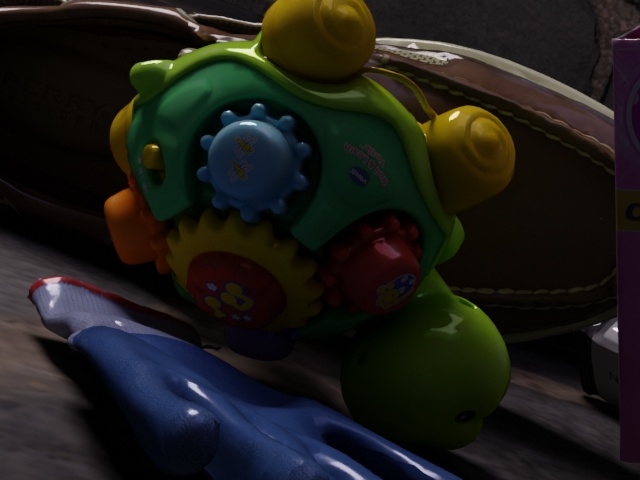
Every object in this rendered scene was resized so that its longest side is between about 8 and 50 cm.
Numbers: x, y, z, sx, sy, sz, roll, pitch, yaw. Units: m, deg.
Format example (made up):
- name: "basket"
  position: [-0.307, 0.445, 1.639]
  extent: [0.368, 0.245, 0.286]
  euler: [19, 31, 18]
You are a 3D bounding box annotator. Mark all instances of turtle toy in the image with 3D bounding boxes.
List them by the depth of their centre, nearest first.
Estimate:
- name: "turtle toy"
  position: [0.000, 0.000, 0.469]
  extent: [0.130, 0.066, 0.095]
  euler: [40, -38, -20]

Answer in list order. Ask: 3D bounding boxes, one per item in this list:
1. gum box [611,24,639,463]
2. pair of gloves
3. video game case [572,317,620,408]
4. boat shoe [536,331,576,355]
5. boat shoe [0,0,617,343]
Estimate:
- name: "gum box"
  position: [0.133, -0.016, 0.522]
  extent: [0.062, 0.107, 0.188]
  euler: [2, 13, 21]
- name: "pair of gloves"
  position: [-0.061, 0.023, 0.377]
  extent: [0.198, 0.023, 0.159]
  euler: [23, 2, -26]
- name: "video game case"
  position: [0.266, 0.015, 0.607]
  extent: [0.275, 0.035, 0.248]
  euler: [-34, 39, -25]
- name: "boat shoe"
  position: [0.054, -0.006, 0.666]
  extent: [0.206, 0.065, 0.075]
  euler: [20, -37, -38]
- name: "boat shoe"
  position: [-0.023, -0.023, 0.558]
  extent: [0.257, 0.095, 0.095]
  euler: [11, 3, 17]
